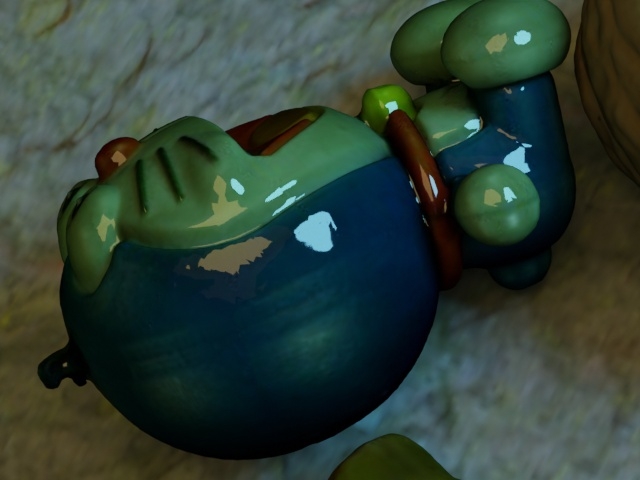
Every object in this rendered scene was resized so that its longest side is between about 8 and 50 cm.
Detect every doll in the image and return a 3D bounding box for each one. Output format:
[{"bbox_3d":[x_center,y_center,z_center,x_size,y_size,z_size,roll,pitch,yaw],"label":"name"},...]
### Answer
[{"bbox_3d":[0.000,0.000,0.865,0.322,0.198,0.186,-25,102,-6],"label":"doll"}]

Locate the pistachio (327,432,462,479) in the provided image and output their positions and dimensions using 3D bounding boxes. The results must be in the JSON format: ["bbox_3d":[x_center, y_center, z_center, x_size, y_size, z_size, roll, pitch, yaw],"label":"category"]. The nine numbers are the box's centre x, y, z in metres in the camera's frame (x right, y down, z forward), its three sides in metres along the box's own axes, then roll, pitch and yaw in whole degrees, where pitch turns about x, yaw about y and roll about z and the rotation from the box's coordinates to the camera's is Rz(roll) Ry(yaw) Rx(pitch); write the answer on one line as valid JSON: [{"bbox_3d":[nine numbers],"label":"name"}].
[{"bbox_3d":[0.044,0.186,0.828,0.100,0.110,0.189,-17,63,43],"label":"pistachio"}]

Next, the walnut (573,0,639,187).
[{"bbox_3d":[0.249,-0.082,0.821,0.225,0.225,0.261,-32,67,1],"label":"walnut"}]
